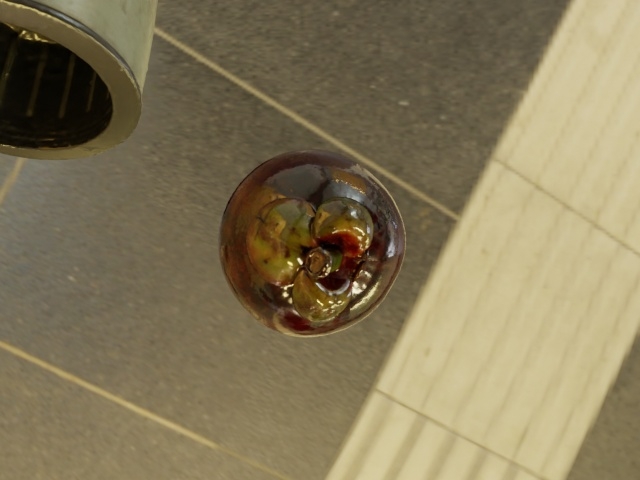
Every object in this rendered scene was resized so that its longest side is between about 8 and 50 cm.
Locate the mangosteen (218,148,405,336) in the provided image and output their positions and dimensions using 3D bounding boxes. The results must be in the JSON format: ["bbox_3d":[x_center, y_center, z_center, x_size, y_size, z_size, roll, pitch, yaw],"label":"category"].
[{"bbox_3d":[-0.001,0.000,0.581,0.081,0.081,0.081,-4,99,-25],"label":"mangosteen"}]

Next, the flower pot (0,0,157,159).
[{"bbox_3d":[-0.320,-0.302,1.547,0.294,0.293,0.330,23,57,-27],"label":"flower pot"}]
